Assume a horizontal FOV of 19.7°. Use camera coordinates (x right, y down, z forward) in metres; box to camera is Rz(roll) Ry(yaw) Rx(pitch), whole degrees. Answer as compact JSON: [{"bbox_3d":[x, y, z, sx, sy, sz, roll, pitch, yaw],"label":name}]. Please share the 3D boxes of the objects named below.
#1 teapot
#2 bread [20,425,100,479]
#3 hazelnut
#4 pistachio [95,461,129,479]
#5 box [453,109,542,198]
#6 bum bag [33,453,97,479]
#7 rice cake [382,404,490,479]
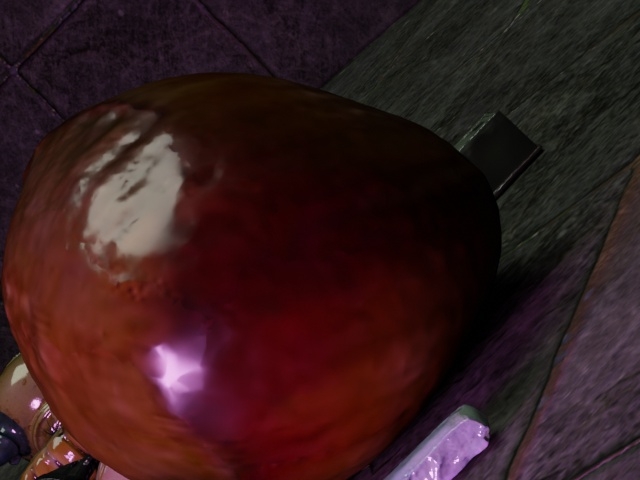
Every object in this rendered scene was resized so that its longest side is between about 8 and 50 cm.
[{"bbox_3d":[-0.346,0.232,2.544,0.269,0.173,0.182,-26,38,-17],"label":"teapot"},{"bbox_3d":[-0.296,0.259,2.360,0.225,0.081,0.134,-46,3,2],"label":"bread"},{"bbox_3d":[-0.052,0.033,1.498,0.421,0.352,0.421,-12,-3,-1],"label":"hazelnut"},{"bbox_3d":[-0.171,0.221,1.840,0.113,0.113,0.149,-29,48,61],"label":"pistachio"},{"bbox_3d":[0.170,-0.084,1.867,0.084,0.063,0.060,-46,10,-6],"label":"box"},{"bbox_3d":[-0.298,0.286,1.991,0.087,0.049,0.197,-22,9,16],"label":"bum bag"},{"bbox_3d":[0.048,0.184,1.278,0.180,0.030,0.042,-44,11,9],"label":"rice cake"}]
